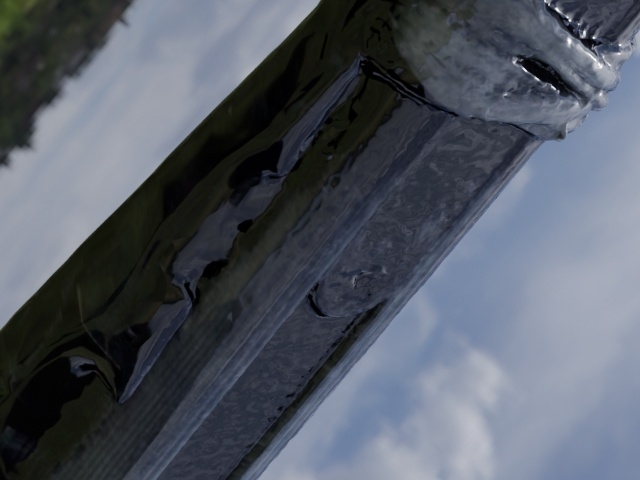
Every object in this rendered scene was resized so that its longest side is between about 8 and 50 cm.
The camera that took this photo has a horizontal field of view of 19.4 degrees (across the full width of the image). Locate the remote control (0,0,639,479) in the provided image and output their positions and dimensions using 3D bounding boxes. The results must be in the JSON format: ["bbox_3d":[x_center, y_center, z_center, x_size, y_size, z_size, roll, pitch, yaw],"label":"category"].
[{"bbox_3d":[0.000,0.000,0.469,0.266,0.066,0.090,-45,155,27],"label":"remote control"}]
